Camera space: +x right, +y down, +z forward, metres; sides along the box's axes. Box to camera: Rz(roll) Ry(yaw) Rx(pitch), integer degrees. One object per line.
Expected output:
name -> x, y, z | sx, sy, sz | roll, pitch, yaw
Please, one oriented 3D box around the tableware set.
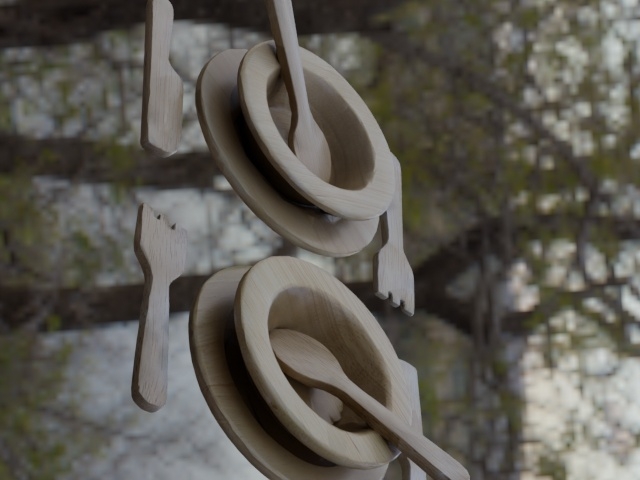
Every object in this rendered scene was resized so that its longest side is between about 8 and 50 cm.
tableware set -> 0.000, 0.000, 0.612 | 0.128, 0.039, 0.194 | 32, 37, -31
